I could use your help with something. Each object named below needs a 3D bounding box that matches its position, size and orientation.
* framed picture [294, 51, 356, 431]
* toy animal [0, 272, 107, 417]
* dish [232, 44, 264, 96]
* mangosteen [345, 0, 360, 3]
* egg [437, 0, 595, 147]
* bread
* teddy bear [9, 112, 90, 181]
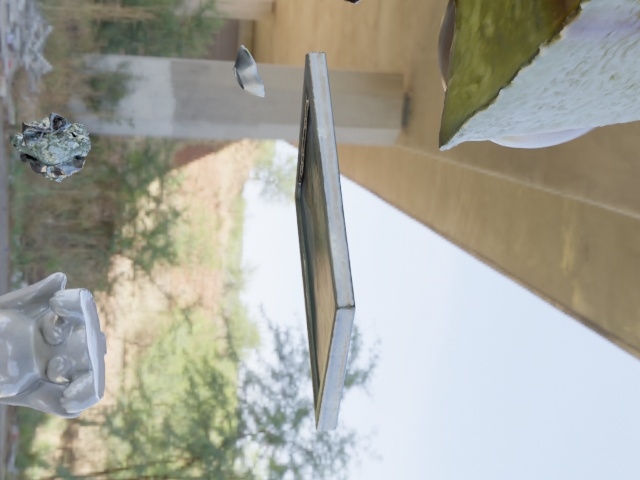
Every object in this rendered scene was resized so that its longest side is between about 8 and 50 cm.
[{"bbox_3d":[0.000,0.000,0.542,0.150,0.015,0.203,97,-10,-53],"label":"framed picture"},{"bbox_3d":[-0.540,0.207,1.528,0.206,0.264,0.272,-119,-160,-87],"label":"toy animal"},{"bbox_3d":[-0.158,-0.350,1.740,0.091,0.039,0.137,56,-9,18],"label":"dish"},{"bbox_3d":[0.047,-0.310,0.691,0.211,0.211,0.250,131,-27,-73],"label":"mangosteen"},{"bbox_3d":[0.321,-0.291,1.216,0.374,0.300,0.301,136,-46,-71],"label":"egg"},{"bbox_3d":[0.293,-0.152,0.552,0.233,0.361,0.245,130,-25,-52],"label":"bread"},{"bbox_3d":[-0.463,-0.155,1.427,0.213,0.133,0.111,-160,-113,-77],"label":"teddy bear"}]
